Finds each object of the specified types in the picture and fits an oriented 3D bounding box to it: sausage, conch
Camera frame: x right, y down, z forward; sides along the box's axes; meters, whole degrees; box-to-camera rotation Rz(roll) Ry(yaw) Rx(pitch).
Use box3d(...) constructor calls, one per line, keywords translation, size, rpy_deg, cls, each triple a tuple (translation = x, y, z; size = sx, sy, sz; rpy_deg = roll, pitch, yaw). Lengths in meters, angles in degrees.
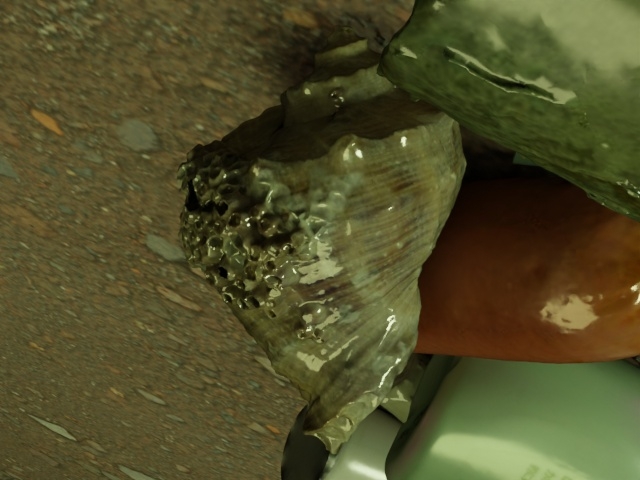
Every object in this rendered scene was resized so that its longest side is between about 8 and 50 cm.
box3d(translation=(0.104, 0.018, 0.752), size=(0.259, 0.113, 0.113), rpy_deg=(-3, 142, 50), cls="sausage")
box3d(translation=(0.000, 0.000, 0.716), size=(0.163, 0.245, 0.178), rpy_deg=(-2, -171, 0), cls="conch")

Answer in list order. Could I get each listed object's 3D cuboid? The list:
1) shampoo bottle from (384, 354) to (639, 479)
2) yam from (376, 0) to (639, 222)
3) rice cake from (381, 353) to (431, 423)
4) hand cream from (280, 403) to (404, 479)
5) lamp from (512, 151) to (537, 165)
box3d(translation=(0.232, 0.185, 0.895), size=(0.350, 0.151, 0.222), rpy_deg=(27, 150, 2), cls="shampoo bottle")
box3d(translation=(0.190, -0.062, 0.415), size=(0.300, 0.195, 0.195), rpy_deg=(29, 155, -2), cls="yam")
box3d(translation=(0.148, 0.182, 1.083), size=(0.256, 0.057, 0.052), rpy_deg=(40, 154, -24), cls="rice cake")
box3d(translation=(0.132, 0.268, 1.229), size=(0.359, 0.118, 0.185), rpy_deg=(28, 151, -20), cls="hand cream")
box3d(translation=(0.137, -0.069, 0.641), size=(0.054, 0.041, 0.121), rpy_deg=(16, 157, 5), cls="lamp")
